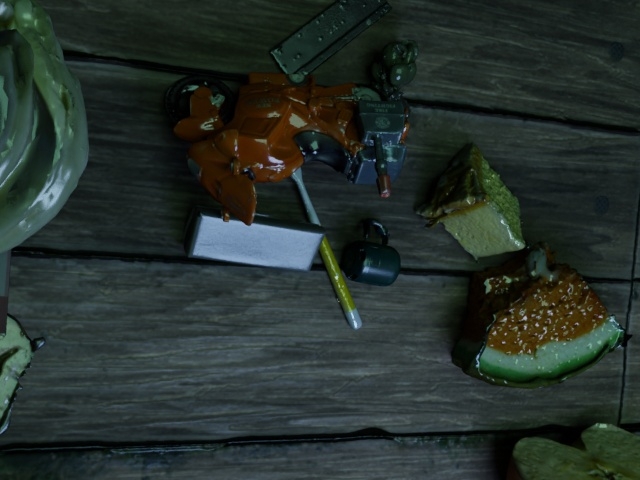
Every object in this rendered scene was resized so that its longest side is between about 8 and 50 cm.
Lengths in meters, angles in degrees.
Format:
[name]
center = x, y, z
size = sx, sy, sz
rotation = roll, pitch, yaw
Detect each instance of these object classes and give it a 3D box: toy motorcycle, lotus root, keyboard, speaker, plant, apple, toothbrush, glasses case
[toy motorcycle]
center = -0.037, -0.123, 1.507
size = 0.326, 0.148, 0.221
rotation = 1, 60, -11
[lotus root]
center = -0.450, 0.197, 1.389
size = 0.170, 0.074, 0.260
rotation = 34, 79, -25
[keyboard]
center = 0.016, -0.294, 1.623
size = 0.195, 0.018, 0.060
rotation = -40, 104, -19
[speaker]
center = 0.077, 0.016, 1.656
size = 0.075, 0.060, 0.094
rotation = 11, 89, -29
[plant]
center = 0.097, -0.204, 1.643
size = 0.085, 0.087, 0.174
rotation = 6, 97, -58
[apple]
center = 0.417, 0.418, 1.768
size = 0.293, 0.251, 0.163
rotation = -5, 121, -27
[toothbrush]
center = 0.000, 0.000, 1.639
size = 0.021, 0.024, 0.288
rotation = -29, 109, -20
[glasses case]
center = -0.090, -0.002, 1.569
size = 0.191, 0.042, 0.072
rotation = 9, 121, -28

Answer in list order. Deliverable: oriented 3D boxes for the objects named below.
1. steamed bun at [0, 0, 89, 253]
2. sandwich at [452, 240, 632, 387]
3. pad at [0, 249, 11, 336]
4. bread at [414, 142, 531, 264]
[steamed bun]
center = -0.421, -0.148, 1.264
size = 0.339, 0.247, 0.352
rotation = -36, 98, -24
[sandwich]
center = 0.316, 0.127, 1.771
size = 0.292, 0.109, 0.212
rotation = -28, 100, -26
[pad]
center = -0.508, 0.003, 1.337
size = 0.300, 0.005, 0.202
rotation = 7, 72, -25
[bread]
center = 0.244, -0.059, 1.721
size = 0.147, 0.127, 0.152
rotation = 43, 58, -24
